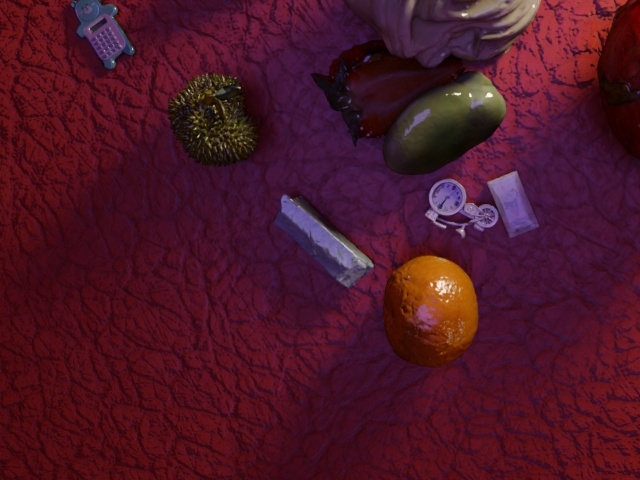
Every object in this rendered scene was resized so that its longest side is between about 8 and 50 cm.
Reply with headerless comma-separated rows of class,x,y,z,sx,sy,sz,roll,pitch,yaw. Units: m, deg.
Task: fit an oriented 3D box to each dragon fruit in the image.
dragon fruit,0.557,-0.255,1.074,0.277,0.277,0.342,21,114,4

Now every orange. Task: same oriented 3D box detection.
orange,0.191,0.122,1.238,0.161,0.193,0.193,0,100,-4

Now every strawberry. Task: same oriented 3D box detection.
strawberry,0.114,-0.284,1.206,0.228,0.098,0.174,-32,128,5

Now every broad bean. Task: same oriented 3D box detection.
broad bean,0.204,-0.191,1.201,0.228,0.169,0.100,-19,55,-13

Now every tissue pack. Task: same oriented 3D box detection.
tissue pack,0.338,-0.063,1.262,0.056,0.023,0.108,-24,95,12

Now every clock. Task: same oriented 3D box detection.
clock,0.247,-0.052,1.269,0.129,0.041,0.087,28,99,8

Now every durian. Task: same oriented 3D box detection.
durian,-0.183,-0.196,1.228,0.146,0.198,0.159,-20,118,2

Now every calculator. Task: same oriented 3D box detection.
calculator,-0.402,-0.388,1.319,0.094,0.019,0.141,-30,95,15

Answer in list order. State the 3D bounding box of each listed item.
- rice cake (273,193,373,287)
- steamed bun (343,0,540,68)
rice cake,0.000,0.000,1.305,0.206,0.063,0.069,41,109,1
steamed bun,0.202,-0.405,1.079,0.320,0.206,0.275,-27,86,-16
